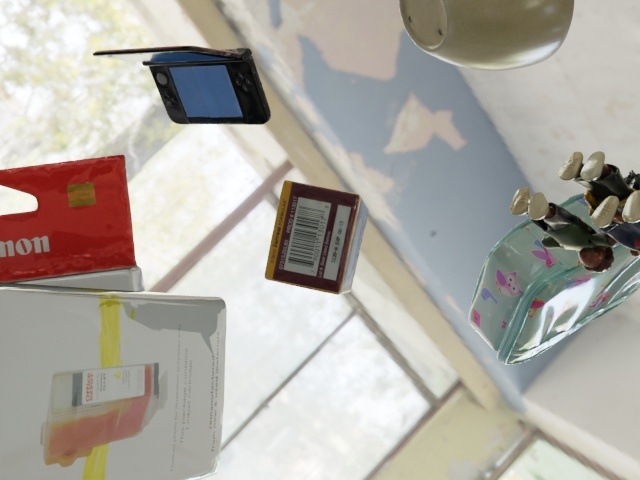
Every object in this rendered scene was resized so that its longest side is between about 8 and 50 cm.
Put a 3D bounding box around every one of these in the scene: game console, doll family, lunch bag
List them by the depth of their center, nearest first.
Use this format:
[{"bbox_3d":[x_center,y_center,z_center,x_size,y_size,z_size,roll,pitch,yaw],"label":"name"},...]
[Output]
[{"bbox_3d":[0.229,-0.014,0.657,0.111,0.076,0.193,34,-10,-29],"label":"doll family"},{"bbox_3d":[-0.142,-0.159,1.005,0.144,0.085,0.124,6,-53,35],"label":"game console"},{"bbox_3d":[0.340,0.046,1.308,0.108,0.279,0.224,52,-27,32],"label":"lunch bag"}]

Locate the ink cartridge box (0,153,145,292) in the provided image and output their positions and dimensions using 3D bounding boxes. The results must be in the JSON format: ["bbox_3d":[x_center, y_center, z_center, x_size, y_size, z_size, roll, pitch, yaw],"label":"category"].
[{"bbox_3d":[-0.342,0.053,1.038,0.066,0.296,0.261,-101,-176,-87],"label":"ink cartridge box"}]

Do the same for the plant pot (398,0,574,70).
[{"bbox_3d":[0.240,-0.396,1.575,0.284,0.191,0.284,46,-31,39],"label":"plant pot"}]

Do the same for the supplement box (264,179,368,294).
[{"bbox_3d":[0.000,0.000,1.042,0.081,0.104,0.188,12,-1,6],"label":"supplement box"}]

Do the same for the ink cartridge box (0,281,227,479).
[{"bbox_3d":[-0.267,0.109,0.695,0.279,0.160,0.385,1,-5,17],"label":"ink cartridge box"}]
